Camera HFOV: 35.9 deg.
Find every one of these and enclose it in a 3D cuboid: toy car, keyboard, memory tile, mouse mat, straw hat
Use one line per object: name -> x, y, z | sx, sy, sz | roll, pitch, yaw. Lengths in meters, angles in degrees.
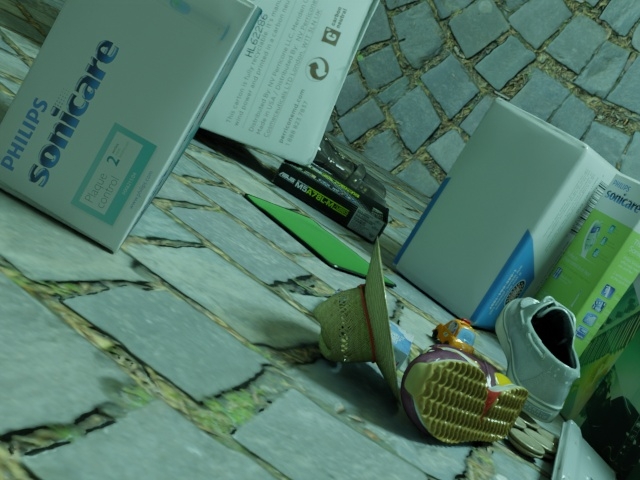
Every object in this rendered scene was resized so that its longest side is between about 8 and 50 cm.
toy car -> 0.186, 0.125, 1.105 | 0.122, 0.040, 0.060 | 30, 9, -6
keyboard -> 0.234, 0.210, 0.865 | 0.072, 0.014, 0.256 | 53, 14, 9
memory tile -> 0.163, 0.160, 0.938 | 0.148, 0.012, 0.113 | 36, 10, 30
mouse mat -> 0.000, 0.000, 1.272 | 0.190, 0.007, 0.153 | 37, 11, 37
straw hat -> 0.026, 0.069, 0.799 | 0.061, 0.144, 0.144 | -9, 9, 3

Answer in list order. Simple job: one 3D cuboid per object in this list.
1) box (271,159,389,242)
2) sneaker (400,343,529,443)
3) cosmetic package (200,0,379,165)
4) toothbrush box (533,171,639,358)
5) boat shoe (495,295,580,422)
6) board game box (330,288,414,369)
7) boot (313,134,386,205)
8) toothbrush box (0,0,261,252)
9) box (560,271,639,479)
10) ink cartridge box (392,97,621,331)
box -> 0.021, -0.072, 1.598 | 0.191, 0.045, 0.184 | 31, 13, 0
sneaker -> 0.097, 0.119, 0.804 | 0.084, 0.069, 0.185 | 28, -1, 36
cosmetic package -> -0.147, -0.365, 1.598 | 0.327, 0.329, 0.393 | 18, 15, -23
toothbrush box -> 0.427, 0.086, 1.342 | 0.206, 0.283, 0.122 | 28, 10, -18
boat shoe -> 0.242, 0.107, 1.054 | 0.079, 0.081, 0.227 | 31, 22, -4
board game box -> 0.045, 0.082, 0.939 | 0.090, 0.020, 0.090 | 34, 9, 4
boot -> 0.025, -0.153, 1.970 | 0.229, 0.091, 0.263 | 35, 12, -16
toothbrush box -> -0.155, -0.139, 0.848 | 0.126, 0.216, 0.295 | 30, 9, -8
box -> 0.375, 0.149, 1.000 | 0.058, 0.232, 0.322 | 30, 9, -16
ink cartridge box -> 0.322, -0.011, 1.498 | 0.166, 0.285, 0.395 | 37, 10, 31
